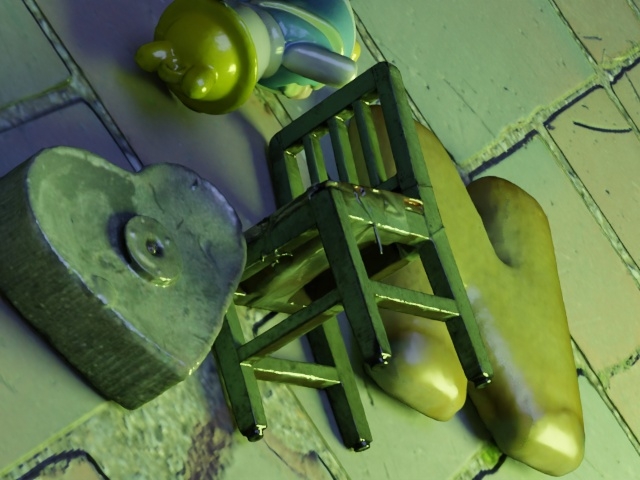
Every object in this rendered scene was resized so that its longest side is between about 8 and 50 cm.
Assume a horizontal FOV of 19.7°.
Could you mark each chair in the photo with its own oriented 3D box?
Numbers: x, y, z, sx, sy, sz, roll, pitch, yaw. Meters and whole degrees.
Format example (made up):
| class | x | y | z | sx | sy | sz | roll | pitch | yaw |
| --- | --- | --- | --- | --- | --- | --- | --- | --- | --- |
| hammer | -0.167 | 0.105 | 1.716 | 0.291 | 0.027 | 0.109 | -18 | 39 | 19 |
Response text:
| class | x | y | z | sx | sy | sz | roll | pitch | yaw |
| --- | --- | --- | --- | --- | --- | --- | --- | --- | --- |
| chair | 0.000 | 0.000 | 1.309 | 0.147 | 0.136 | 0.270 | 14 | 53 | -49 |

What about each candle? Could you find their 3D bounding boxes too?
| class | x | y | z | sx | sy | sz | roll | pitch | yaw |
| --- | --- | --- | --- | --- | --- | --- | --- | --- | --- |
| candle | -0.127 | 0.024 | 1.188 | 0.192 | 0.068 | 0.168 | 5 | 59 | -46 |

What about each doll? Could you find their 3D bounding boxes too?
| class | x | y | z | sx | sy | sz | roll | pitch | yaw |
| --- | --- | --- | --- | --- | --- | --- | --- | --- | --- |
| doll | -0.051 | -0.153 | 1.415 | 0.241 | 0.099 | 0.135 | -26 | 85 | -55 |

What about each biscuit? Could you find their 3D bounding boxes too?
| class | x | y | z | sx | sy | sz | roll | pitch | yaw |
| --- | --- | --- | --- | --- | --- | --- | --- | --- | --- |
| biscuit | 0.121 | 0.037 | 1.508 | 0.237 | 0.062 | 0.290 | 31 | 39 | -33 |
